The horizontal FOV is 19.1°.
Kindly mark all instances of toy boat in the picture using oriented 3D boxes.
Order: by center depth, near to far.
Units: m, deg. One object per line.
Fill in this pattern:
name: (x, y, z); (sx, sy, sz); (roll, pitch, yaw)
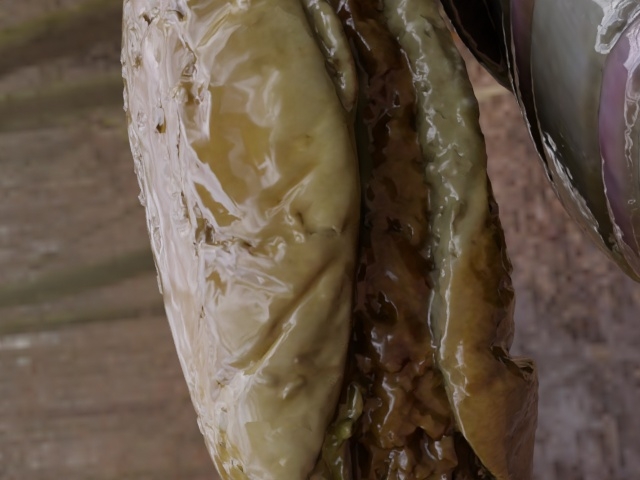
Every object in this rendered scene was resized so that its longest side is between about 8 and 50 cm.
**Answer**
toy boat: (0.110, -0.085, 0.754); (0.276, 0.111, 0.293); (87, 170, -69)

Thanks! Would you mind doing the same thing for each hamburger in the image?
hamburger: (0.000, -0.001, 0.789); (0.259, 0.144, 0.283); (89, 164, -65)
